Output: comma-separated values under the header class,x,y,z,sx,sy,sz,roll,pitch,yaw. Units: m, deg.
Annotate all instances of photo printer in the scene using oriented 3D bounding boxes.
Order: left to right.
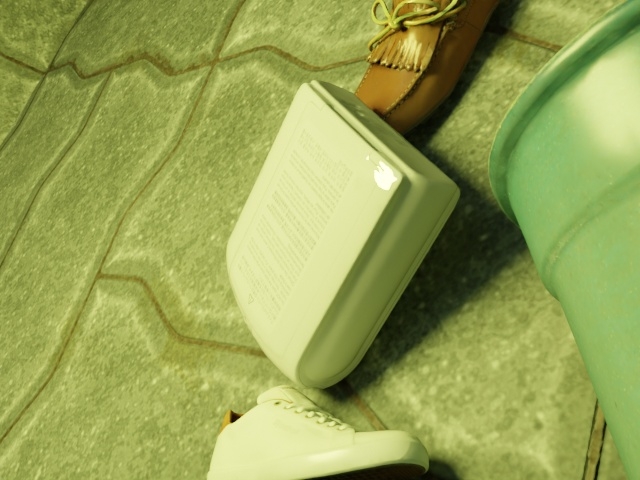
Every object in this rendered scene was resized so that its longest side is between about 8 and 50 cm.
class,x,y,z,sx,sy,sz,roll,pitch,yaw
photo printer,0.000,0.000,0.790,0.256,0.107,0.307,52,122,45

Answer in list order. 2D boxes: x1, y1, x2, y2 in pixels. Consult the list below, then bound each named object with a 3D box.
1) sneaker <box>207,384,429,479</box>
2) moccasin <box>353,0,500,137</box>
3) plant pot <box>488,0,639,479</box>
class,x,y,z,sx,sy,sz,roll,pitch,yaw
sneaker,-0.017,0.207,0.717,0.290,0.106,0.123,-19,55,37
moccasin,0.143,-0.295,0.870,0.380,0.147,0.139,-53,41,3
plant pot,0.300,0.064,0.367,0.341,0.341,0.333,-25,57,31
